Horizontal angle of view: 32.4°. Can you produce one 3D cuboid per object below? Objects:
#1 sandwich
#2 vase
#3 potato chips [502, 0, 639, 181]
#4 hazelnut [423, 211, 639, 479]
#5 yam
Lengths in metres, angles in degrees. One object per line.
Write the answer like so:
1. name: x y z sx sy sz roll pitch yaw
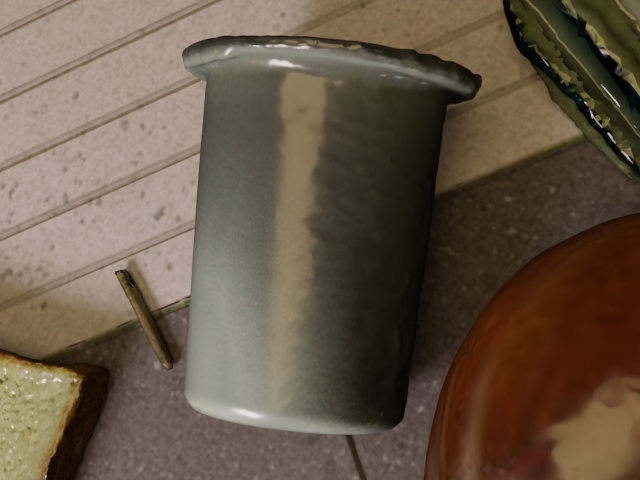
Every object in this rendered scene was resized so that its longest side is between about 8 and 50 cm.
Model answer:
1. sandwich: -0.320 0.166 1.018 0.214 0.065 0.186 17 86 17
2. vase: 0.000 0.000 0.885 0.245 0.245 0.291 4 88 16
3. potato chips: 0.316 -0.261 0.917 0.358 0.070 0.429 -34 75 5
4. hazelnut: 0.225 0.154 0.735 0.315 0.372 0.372 -4 77 53
5. yam: -0.162 0.073 1.016 0.014 0.014 0.107 -32 74 8
